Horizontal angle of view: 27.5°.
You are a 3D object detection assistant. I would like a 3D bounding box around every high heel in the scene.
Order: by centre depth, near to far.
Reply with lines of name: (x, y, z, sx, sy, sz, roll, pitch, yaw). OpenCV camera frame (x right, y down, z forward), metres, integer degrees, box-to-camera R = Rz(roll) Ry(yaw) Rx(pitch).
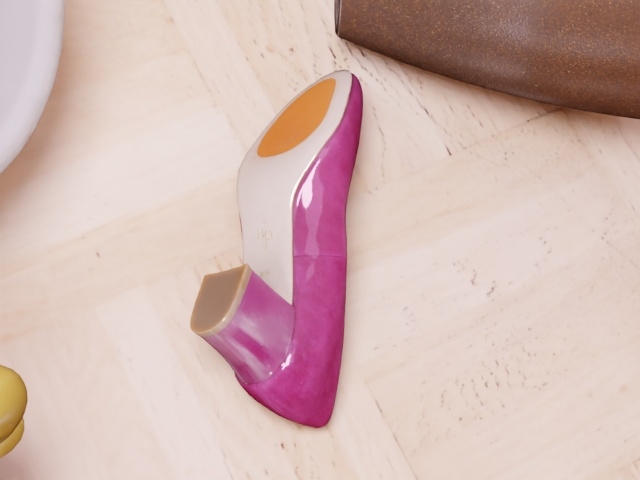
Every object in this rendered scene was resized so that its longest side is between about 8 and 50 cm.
high heel: (0.000, 0.000, 0.873, 0.117, 0.082, 0.244, 46, 44, -32)

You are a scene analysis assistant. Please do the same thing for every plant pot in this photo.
plant pot: (0.126, -0.192, 0.912, 0.230, 0.215, 0.215, 1, 70, -2)

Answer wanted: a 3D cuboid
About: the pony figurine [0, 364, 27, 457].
pony figurine: (-0.286, 0.185, 0.589, 0.303, 0.351, 0.363, 37, 46, -6)

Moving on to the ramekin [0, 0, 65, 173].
ramekin: (-0.251, -0.132, 0.710, 0.127, 0.273, 0.273, 7, 64, 23)
